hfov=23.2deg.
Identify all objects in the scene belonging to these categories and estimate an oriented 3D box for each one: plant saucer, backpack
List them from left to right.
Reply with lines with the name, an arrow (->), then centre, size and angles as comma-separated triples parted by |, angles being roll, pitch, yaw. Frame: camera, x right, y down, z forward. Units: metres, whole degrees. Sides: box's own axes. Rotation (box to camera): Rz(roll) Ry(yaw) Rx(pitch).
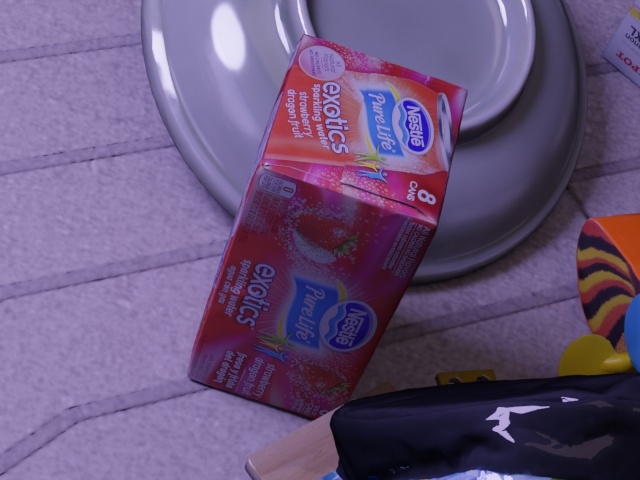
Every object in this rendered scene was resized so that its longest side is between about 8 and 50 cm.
plant saucer -> 0.059, -0.168, 1.259 | 0.400, 0.100, 0.400 | 8, 70, -21
backpack -> 0.082, 0.267, 0.901 | 0.273, 0.290, 0.355 | -7, 88, -23

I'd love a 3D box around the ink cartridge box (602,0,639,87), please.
ink cartridge box -> 0.353, -0.198, 1.415 | 0.127, 0.175, 0.072 | 42, 55, 13

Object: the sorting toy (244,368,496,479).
sorting toy -> 0.038, 0.182, 1.097 | 0.274, 0.046, 0.132 | -25, 67, -32

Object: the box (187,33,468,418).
box -> 0.000, 0.000, 1.083 | 0.123, 0.257, 0.128 | 19, 51, -3

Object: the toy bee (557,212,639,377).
toy bee -> 0.275, 0.111, 1.191 | 0.195, 0.162, 0.298 | 6, 27, -5
